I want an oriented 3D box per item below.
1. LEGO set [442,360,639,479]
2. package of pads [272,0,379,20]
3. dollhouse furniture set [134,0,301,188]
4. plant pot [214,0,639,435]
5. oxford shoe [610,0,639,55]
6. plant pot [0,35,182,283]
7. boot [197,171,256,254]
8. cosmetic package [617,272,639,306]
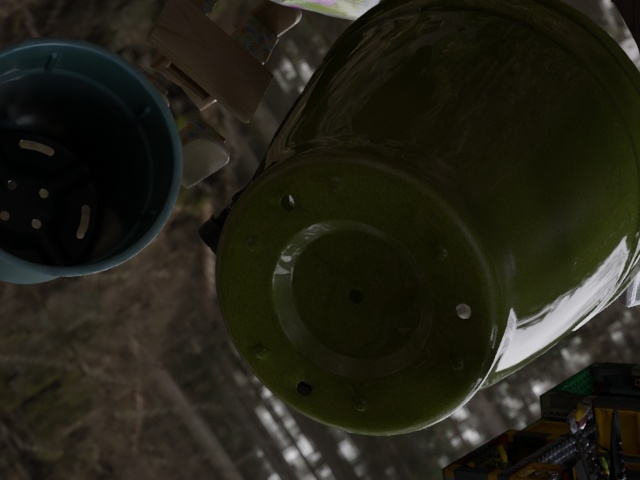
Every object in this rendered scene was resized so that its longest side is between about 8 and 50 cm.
[{"bbox_3d":[0.241,0.221,1.097,0.192,0.255,0.331,1,-175,38],"label":"LEGO set"},{"bbox_3d":[-0.060,-0.360,1.867,0.296,0.229,0.101,-8,121,-67],"label":"package of pads"},{"bbox_3d":[-0.095,-0.263,2.491,0.256,0.394,0.362,-27,-150,47],"label":"dollhouse furniture set"},{"bbox_3d":[0.088,-0.013,1.295,0.366,0.366,0.353,-22,-170,28],"label":"plant pot"},{"bbox_3d":[0.439,-0.314,2.014,0.098,0.271,0.097,10,-144,21],"label":"oxford shoe"},{"bbox_3d":[-0.410,-0.087,2.212,0.341,0.341,0.334,-38,-176,-23],"label":"plant pot"},{"bbox_3d":[0.000,0.001,2.443,0.260,0.348,0.131,-43,-152,5],"label":"boot"},{"bbox_3d":[0.562,-0.088,2.072,0.453,0.161,0.230,-16,-140,-18],"label":"cosmetic package"}]
